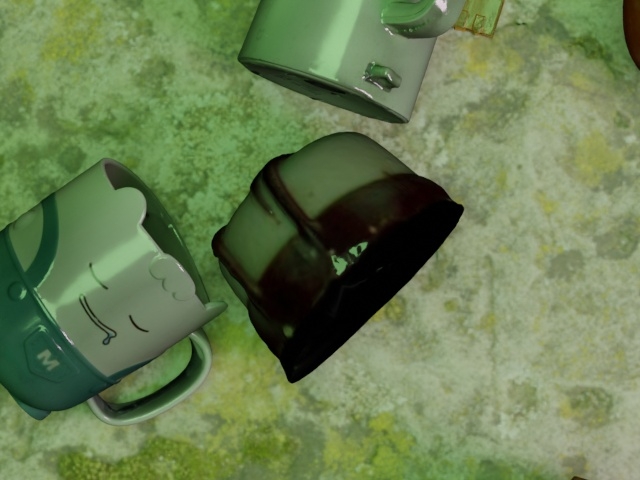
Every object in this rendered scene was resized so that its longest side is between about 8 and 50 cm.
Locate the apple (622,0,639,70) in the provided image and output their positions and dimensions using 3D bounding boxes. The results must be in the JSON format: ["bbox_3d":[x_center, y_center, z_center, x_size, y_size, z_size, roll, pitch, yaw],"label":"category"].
[{"bbox_3d":[0.438,-0.249,1.832,0.218,0.201,0.218,1,95,7],"label":"apple"}]

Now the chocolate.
[{"bbox_3d":[0.000,0.000,1.833,0.186,0.283,0.283,44,92,7],"label":"chocolate"}]

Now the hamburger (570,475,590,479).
[{"bbox_3d":[0.350,0.436,1.720,0.395,0.396,0.277,24,90,6],"label":"hamburger"}]

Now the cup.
[{"bbox_3d":[-0.247,0.079,1.891,0.257,0.219,0.290,-34,117,4],"label":"cup"}]

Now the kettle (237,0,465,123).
[{"bbox_3d":[0.059,-0.309,1.842,0.205,0.265,0.318,21,88,-2],"label":"kettle"}]

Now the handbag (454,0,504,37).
[{"bbox_3d":[0.168,-0.272,1.944,0.083,0.027,0.061,18,88,5],"label":"handbag"}]
